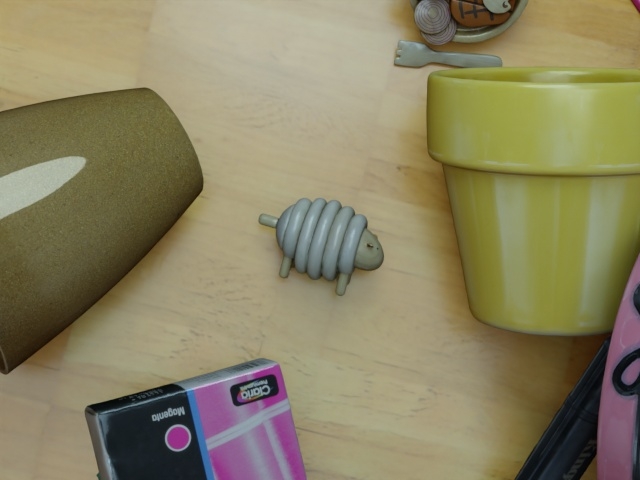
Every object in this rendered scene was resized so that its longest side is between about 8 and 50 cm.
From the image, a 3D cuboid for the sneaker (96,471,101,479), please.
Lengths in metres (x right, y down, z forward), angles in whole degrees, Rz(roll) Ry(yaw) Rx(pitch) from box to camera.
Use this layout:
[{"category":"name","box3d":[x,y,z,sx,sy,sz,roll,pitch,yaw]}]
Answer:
[{"category":"sneaker","box3d":[-0.162,0.298,1.343,0.178,0.124,0.295,44,77,-4]}]

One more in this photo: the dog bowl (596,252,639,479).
[{"category":"dog bowl","box3d":[0.376,0.143,1.269,0.150,0.408,0.408,9,84,31]}]

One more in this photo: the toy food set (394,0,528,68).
[{"category":"toy food set","box3d":[0.145,-0.251,1.400,0.132,0.038,0.192,6,121,-4]}]

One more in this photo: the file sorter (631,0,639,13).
[{"category":"file sorter","box3d":[0.411,-0.399,1.406,0.291,0.182,0.202,-33,87,-5]}]

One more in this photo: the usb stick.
[{"category":"usb stick","box3d":[0.233,0.205,1.349,0.045,0.077,0.278,42,114,31]}]

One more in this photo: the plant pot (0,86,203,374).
[{"category":"plant pot","box3d":[-0.249,-0.038,1.339,0.254,0.237,0.237,-31,87,-20]}]

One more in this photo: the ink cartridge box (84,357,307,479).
[{"category":"ink cartridge box","box3d":[-0.084,0.307,1.281,0.176,0.069,0.371,-14,96,-19]}]

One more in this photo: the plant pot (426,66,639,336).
[{"category":"plant pot","box3d":[0.225,-0.042,1.349,0.254,0.254,0.239,0,101,-3]}]

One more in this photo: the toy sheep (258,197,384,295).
[{"category":"toy sheep","box3d":[0.000,0.000,1.401,0.132,0.091,0.091,16,84,4]}]
